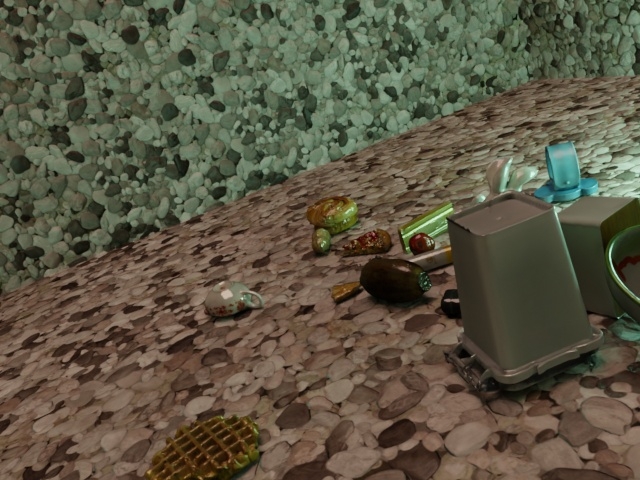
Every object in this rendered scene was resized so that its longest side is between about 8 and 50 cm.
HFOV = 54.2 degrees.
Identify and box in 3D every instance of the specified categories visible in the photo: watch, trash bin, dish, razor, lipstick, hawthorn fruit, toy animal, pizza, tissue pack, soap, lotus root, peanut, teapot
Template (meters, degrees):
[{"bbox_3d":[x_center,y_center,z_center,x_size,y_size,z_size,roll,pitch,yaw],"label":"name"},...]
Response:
[{"bbox_3d":[0.834,-0.243,2.163,0.210,0.193,0.211,-15,21,6],"label":"watch"},{"bbox_3d":[0.394,0.107,1.331,0.295,0.368,0.256,-21,20,-6],"label":"trash bin"},{"bbox_3d":[0.750,0.112,1.313,0.324,0.124,0.324,1,40,-1],"label":"dish"},{"bbox_3d":[0.398,0.158,1.663,0.148,0.054,0.090,-7,22,26],"label":"razor"},{"bbox_3d":[0.321,0.070,1.970,0.263,0.059,0.059,-18,19,0],"label":"lipstick"},{"bbox_3d":[0.333,0.011,2.074,0.093,0.093,0.093,-16,19,6],"label":"hawthorn fruit"},{"bbox_3d":[0.532,-0.075,1.834,0.182,0.310,0.247,3,66,3],"label":"toy animal"},{"bbox_3d":[0.159,0.008,2.285,0.198,0.062,0.188,-19,17,0],"label":"pizza"},{"bbox_3d":[0.664,0.033,1.480,0.159,0.246,0.136,-29,21,-27],"label":"tissue pack"},{"bbox_3d":[0.375,-0.047,2.192,0.252,0.092,0.037,-27,23,-26],"label":"soap"},{"bbox_3d":[0.213,0.115,1.842,0.123,0.124,0.241,-28,18,-32],"label":"lotus root"},{"bbox_3d":[0.075,0.159,1.997,0.123,0.026,0.108,-30,19,-23],"label":"pizza"},{"bbox_3d":[0.000,0.000,2.416,0.080,0.080,0.174,-16,17,7],"label":"peanut"},{"bbox_3d":[-0.305,0.200,2.132,0.245,0.116,0.159,1,15,31],"label":"teapot"}]

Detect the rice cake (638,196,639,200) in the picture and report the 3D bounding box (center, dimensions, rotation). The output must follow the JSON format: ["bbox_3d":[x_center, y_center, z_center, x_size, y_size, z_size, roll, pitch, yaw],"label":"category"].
[{"bbox_3d":[1.015,-0.093,1.821,0.085,0.040,0.226,-27,21,-22],"label":"rice cake"}]

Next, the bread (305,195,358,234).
[{"bbox_3d":[0.051,-0.109,2.610,0.198,0.120,0.236,-26,21,-18],"label":"bread"}]

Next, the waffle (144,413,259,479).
[{"bbox_3d":[-0.255,0.474,1.384,0.253,0.056,0.249,-7,22,26],"label":"waffle"}]
